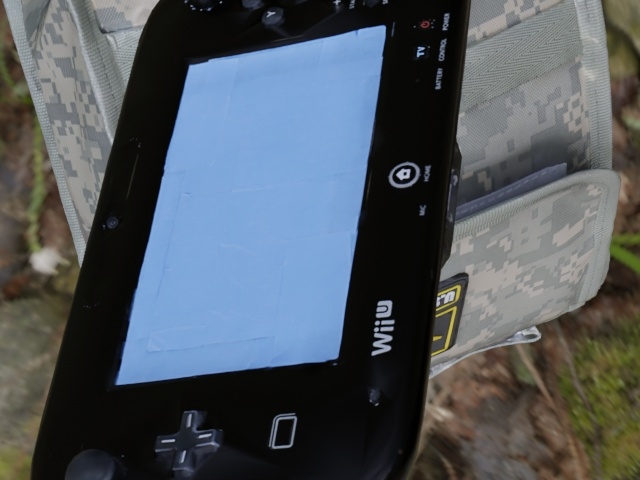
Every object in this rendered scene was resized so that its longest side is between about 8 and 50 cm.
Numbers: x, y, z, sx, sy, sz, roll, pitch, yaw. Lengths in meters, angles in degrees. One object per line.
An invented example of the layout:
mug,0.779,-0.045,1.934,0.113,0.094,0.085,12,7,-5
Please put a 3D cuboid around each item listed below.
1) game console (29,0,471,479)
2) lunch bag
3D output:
game console,0.009,-0.074,0.530,0.213,0.044,0.361,-15,48,30
lunch bag,0.002,-0.046,0.821,0.235,0.287,0.169,-21,26,-15
